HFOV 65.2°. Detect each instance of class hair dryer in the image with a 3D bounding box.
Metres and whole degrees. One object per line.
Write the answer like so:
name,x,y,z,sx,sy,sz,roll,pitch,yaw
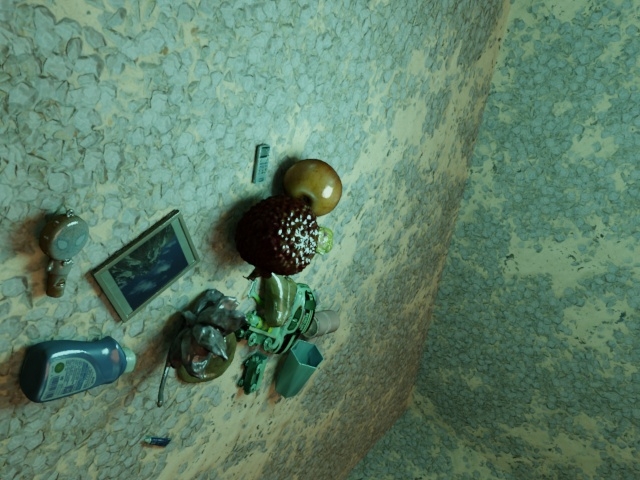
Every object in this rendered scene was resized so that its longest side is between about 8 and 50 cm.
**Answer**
hair dryer,-0.052,0.460,2.197,0.189,0.106,0.344,0,121,-58

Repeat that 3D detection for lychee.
lychee,-0.136,0.000,1.549,0.300,0.264,0.264,-58,149,-4

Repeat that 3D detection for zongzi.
zongzi,-0.167,0.201,1.788,0.197,0.099,0.195,47,47,-50

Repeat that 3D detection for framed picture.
framed picture,-0.459,0.069,1.354,0.281,0.019,0.209,-44,144,-29

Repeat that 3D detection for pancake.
pancake,-0.375,0.393,1.687,0.242,0.050,0.242,-28,132,-37

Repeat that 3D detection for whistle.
whistle,-0.578,0.028,1.117,0.107,0.057,0.220,-27,140,-63

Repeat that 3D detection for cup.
cup,-0.105,0.543,2.088,0.134,0.148,0.236,4,130,-39

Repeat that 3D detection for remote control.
remote control,-0.181,-0.234,1.541,0.053,0.018,0.124,-18,127,-50

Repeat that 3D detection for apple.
apple,-0.031,-0.167,1.641,0.162,0.201,0.201,-50,149,-46

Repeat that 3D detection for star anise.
star anise,-0.357,0.283,1.479,0.139,0.316,0.359,38,37,-30

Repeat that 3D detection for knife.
knife,-0.221,0.205,1.802,0.078,0.022,0.166,-65,153,-25

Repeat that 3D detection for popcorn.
popcorn,0.001,-0.002,1.925,0.097,0.089,0.109,25,81,-24

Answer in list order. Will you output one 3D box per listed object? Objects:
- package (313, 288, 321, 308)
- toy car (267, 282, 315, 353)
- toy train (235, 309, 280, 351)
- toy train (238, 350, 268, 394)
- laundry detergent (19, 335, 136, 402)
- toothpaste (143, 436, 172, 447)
package,-0.018,0.250,2.141,0.037,0.015,0.110,-47,147,-26
toy car,-0.107,0.319,1.961,0.136,0.125,0.306,19,95,-59
toy train,-0.232,0.326,1.832,0.200,0.083,0.132,39,68,-58
toy train,-0.257,0.513,1.939,0.099,0.070,0.172,-20,130,-62
laundry detergent,-0.596,0.316,1.276,0.290,0.094,0.143,8,100,-61
toothpaste,-0.545,0.672,1.673,0.037,0.021,0.140,-50,149,-8
